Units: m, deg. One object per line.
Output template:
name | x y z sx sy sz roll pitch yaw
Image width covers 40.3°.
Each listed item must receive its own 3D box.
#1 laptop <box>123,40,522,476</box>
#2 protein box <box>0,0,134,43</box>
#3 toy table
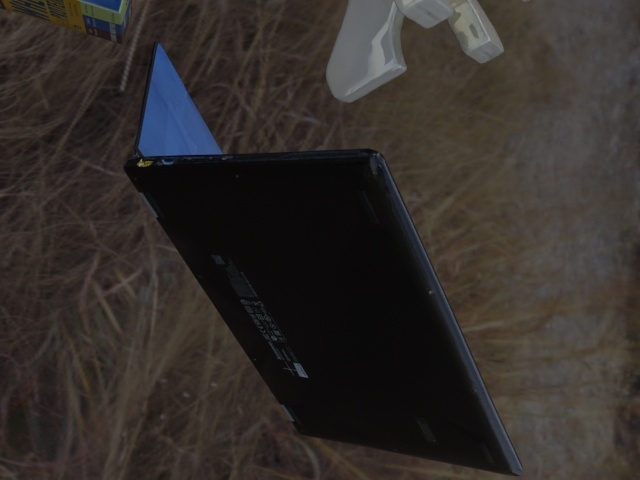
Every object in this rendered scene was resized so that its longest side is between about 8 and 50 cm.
laptop | 0.000 0.000 0.883 0.236 0.408 0.382 -57 133 -35
protein box | -0.316 -0.382 1.075 0.200 0.136 0.201 15 84 -10
toy table | 0.094 -0.249 0.769 0.274 0.252 0.160 -12 77 -54
